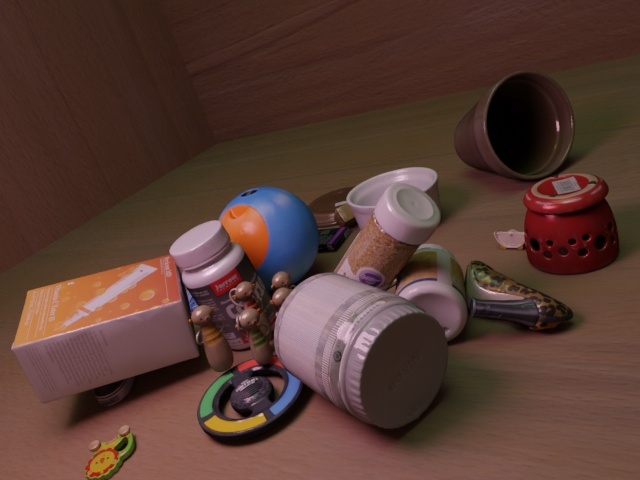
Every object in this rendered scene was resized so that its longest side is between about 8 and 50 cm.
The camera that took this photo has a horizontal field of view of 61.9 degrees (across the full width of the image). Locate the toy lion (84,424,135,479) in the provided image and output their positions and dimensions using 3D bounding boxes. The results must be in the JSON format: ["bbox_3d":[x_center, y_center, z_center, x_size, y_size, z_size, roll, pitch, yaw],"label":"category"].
[{"bbox_3d":[-0.415,0.426,1.054,0.100,0.034,0.096,-25,30,-15],"label":"toy lion"}]

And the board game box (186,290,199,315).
[{"bbox_3d":[-0.329,0.139,1.631,0.145,0.027,0.281,-6,26,33],"label":"board game box"}]

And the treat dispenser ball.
[{"bbox_3d":[-0.147,-0.004,1.477,0.288,0.288,0.288,-16,23,7],"label":"treat dispenser ball"}]

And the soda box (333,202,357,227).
[{"bbox_3d":[0.133,-0.105,1.746,0.181,0.061,0.058,-28,68,-20],"label":"soda box"}]

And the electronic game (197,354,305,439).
[{"bbox_3d":[-0.138,0.309,1.072,0.229,0.048,0.229,-17,23,7],"label":"electronic game"}]

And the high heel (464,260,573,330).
[{"bbox_3d":[0.394,0.109,1.097,0.186,0.093,0.261,5,18,9],"label":"high heel"}]

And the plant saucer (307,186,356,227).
[{"bbox_3d":[0.066,-0.128,1.906,0.277,0.041,0.278,-15,23,7],"label":"plant saucer"}]

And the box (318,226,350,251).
[{"bbox_3d":[0.000,0.000,1.683,0.162,0.029,0.116,-4,27,30],"label":"box"}]

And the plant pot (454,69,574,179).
[{"bbox_3d":[0.578,-0.338,1.697,0.323,0.323,0.280,-26,7,-16],"label":"plant pot"}]

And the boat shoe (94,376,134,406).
[{"bbox_3d":[-0.527,0.286,1.354,0.113,0.105,0.306,-19,23,1],"label":"boat shoe"}]

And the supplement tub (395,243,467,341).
[{"bbox_3d":[0.229,0.105,1.115,0.144,0.144,0.200,-12,24,17],"label":"supplement tub"}]

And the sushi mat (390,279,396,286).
[{"bbox_3d":[0.048,0.144,1.336,0.316,0.019,0.151,-30,24,-23],"label":"sushi mat"}]

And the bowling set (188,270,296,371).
[{"bbox_3d":[-0.108,0.164,1.149,0.199,0.154,0.287,-1,24,46],"label":"bowling set"}]

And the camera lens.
[{"bbox_3d":[0.061,0.187,0.966,0.219,0.220,0.274,-31,25,-26],"label":"camera lens"}]

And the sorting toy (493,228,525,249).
[{"bbox_3d":[0.485,-0.012,1.316,0.083,0.045,0.075,3,24,43],"label":"sorting toy"}]

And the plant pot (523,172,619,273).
[{"bbox_3d":[0.541,-0.044,1.175,0.191,0.174,0.191,-18,22,8],"label":"plant pot"}]

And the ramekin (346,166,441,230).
[{"bbox_3d":[0.229,-0.104,1.600,0.277,0.135,0.277,-17,23,7],"label":"ramekin"}]

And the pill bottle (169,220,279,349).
[{"bbox_3d":[-0.227,0.106,1.273,0.161,0.283,0.161,-22,25,11],"label":"pill bottle"}]

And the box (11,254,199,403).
[{"bbox_3d":[-0.476,0.191,1.221,0.345,0.168,0.215,-15,32,-12],"label":"box"}]

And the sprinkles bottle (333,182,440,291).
[{"bbox_3d":[0.111,0.044,1.113,0.121,0.355,0.121,15,45,-15],"label":"sprinkles bottle"}]
